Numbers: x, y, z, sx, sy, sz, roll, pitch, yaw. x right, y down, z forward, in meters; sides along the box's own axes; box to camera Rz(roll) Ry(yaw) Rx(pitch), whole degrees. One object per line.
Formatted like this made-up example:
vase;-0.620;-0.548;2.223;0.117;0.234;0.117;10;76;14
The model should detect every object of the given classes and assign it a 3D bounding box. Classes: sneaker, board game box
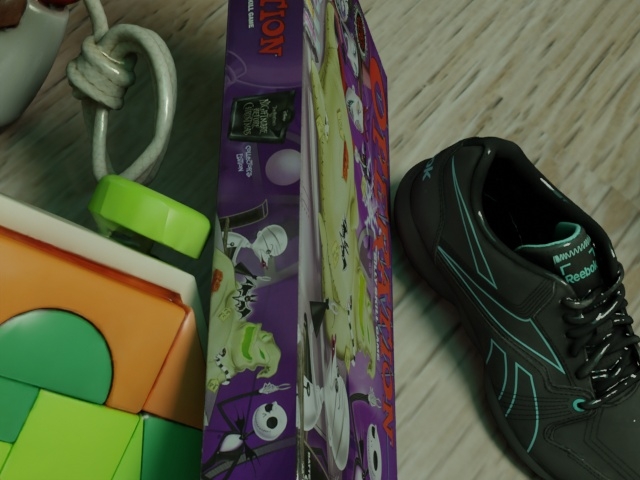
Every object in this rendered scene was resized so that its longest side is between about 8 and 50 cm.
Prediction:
sneaker;0.142;0.054;0.560;0.101;0.106;0.267;-34;86;-26
board game box;0.000;0.000;0.499;0.056;0.208;0.346;-5;66;10

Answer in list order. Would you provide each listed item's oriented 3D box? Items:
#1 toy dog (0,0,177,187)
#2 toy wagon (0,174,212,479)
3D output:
toy dog;-0.155;-0.198;0.453;0.161;0.333;0.220;4;23;-46
toy wagon;-0.135;0.094;0.383;0.344;0.068;0.267;28;85;-41
